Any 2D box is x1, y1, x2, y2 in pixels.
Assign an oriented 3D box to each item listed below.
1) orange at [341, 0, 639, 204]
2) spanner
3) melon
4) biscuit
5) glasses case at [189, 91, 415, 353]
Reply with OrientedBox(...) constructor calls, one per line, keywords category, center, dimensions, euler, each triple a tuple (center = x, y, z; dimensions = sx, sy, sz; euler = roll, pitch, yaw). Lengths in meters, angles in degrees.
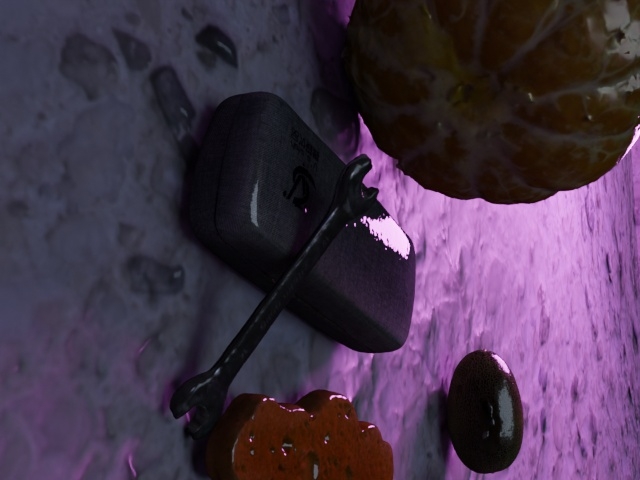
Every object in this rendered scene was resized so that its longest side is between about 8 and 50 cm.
OrientedBox(category="orange", center=(0.188, -0.194, 0.882), dimensions=(0.329, 0.329, 0.249), euler=(65, 33, -34))
OrientedBox(category="spanner", center=(-0.031, 0.041, 0.656), dimensions=(0.254, 0.015, 0.054), euler=(-54, 140, -9))
OrientedBox(category="melon", center=(0.215, 0.224, 1.121), dimensions=(0.099, 0.099, 0.162), euler=(4, 81, -61))
OrientedBox(category="biscuit", center=(-0.014, 0.225, 0.760), dimensions=(0.295, 0.044, 0.186), euler=(24, 70, -58))
OrientedBox(category="glasses case", center=(0.000, 0.000, 0.774), dimensions=(0.323, 0.074, 0.131), euler=(42, 51, -52))
